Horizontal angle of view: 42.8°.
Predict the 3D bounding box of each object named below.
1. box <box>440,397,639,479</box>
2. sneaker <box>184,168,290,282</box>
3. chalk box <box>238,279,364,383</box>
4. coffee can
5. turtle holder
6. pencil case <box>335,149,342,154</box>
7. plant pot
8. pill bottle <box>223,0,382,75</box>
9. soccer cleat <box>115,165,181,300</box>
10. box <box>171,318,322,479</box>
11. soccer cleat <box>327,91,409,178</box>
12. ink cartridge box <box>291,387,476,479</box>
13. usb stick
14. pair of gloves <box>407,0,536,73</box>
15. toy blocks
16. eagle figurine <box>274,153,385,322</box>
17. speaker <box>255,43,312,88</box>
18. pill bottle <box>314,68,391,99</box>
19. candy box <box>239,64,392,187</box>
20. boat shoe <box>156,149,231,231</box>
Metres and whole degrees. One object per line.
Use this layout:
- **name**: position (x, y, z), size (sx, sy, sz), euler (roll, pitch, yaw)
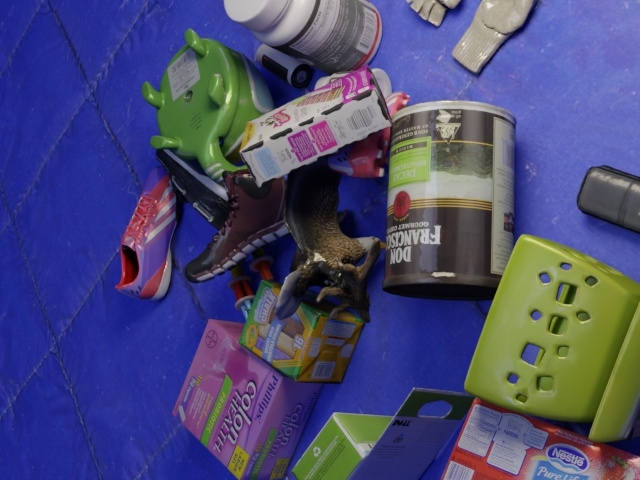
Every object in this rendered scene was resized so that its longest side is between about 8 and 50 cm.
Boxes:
- **box**: position (0.307, 0.317, 1.063), size (0.257, 0.122, 0.128), euler (15, 71, 36)
- **sneaker**: position (-0.172, -0.047, 1.567), size (0.281, 0.162, 0.106), euler (-31, 16, 7)
- **chalk box**: position (-0.050, 0.158, 1.500), size (0.213, 0.132, 0.132), euler (27, 100, 41)
- **coffee can**: position (0.202, -0.054, 1.269), size (0.201, 0.201, 0.275), euler (-6, 76, 42)
- **turtle holder**: position (-0.191, -0.256, 1.658), size (0.320, 0.227, 0.243), euler (44, 109, 39)
- **pencil case**: position (0.017, -0.192, 1.506), size (0.086, 0.088, 0.206), euler (61, 143, 26)
- **plant pot**: position (0.356, 0.140, 1.075), size (0.207, 0.227, 0.228), euler (24, 96, 37)
- **pill bottle**: position (-0.031, -0.417, 1.507), size (0.161, 0.283, 0.161), euler (-12, 73, 41)
- **soccer cleat**: position (-0.398, -0.024, 1.870), size (0.109, 0.116, 0.318), euler (-4, 78, 42)
- **box**: position (-0.144, 0.301, 1.564), size (0.243, 0.117, 0.213), euler (30, 101, 42)
- **soccer cleat**: position (0.090, -0.188, 1.398), size (0.095, 0.248, 0.083), euler (8, 130, 17)
- **ink cartridge box**: position (0.105, 0.307, 1.287), size (0.097, 0.189, 0.255), euler (46, 110, 40)
- **usb stick**: position (0.480, -0.032, 1.115), size (0.278, 0.045, 0.077), euler (28, 99, 42)
- **pair of gloves**: position (0.266, -0.428, 1.404), size (0.204, 0.042, 0.240), euler (-47, 54, 24)
- **toy blocks**: position (-0.134, 0.084, 1.647), size (0.123, 0.054, 0.148), euler (-41, 56, 29)
- **eagle figurine**: position (0.009, 0.001, 1.400), size (0.226, 0.225, 0.298), euler (-48, 47, 18)
- **speaker**: position (-0.077, -0.365, 1.696), size (0.136, 0.055, 0.055), euler (40, 108, 40)
- **pill bottle**: position (0.059, -0.280, 1.535), size (0.137, 0.078, 0.078), euler (6, 85, 43)
- **candy box**: position (-0.009, -0.188, 1.316), size (0.233, 0.071, 0.159), euler (-25, 23, 10)
- **boat shoe**: position (-0.282, -0.122, 1.789), size (0.302, 0.114, 0.091), euler (37, 100, 42)
